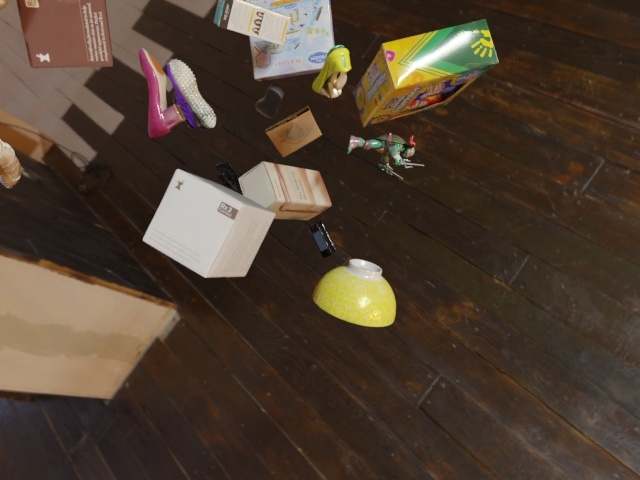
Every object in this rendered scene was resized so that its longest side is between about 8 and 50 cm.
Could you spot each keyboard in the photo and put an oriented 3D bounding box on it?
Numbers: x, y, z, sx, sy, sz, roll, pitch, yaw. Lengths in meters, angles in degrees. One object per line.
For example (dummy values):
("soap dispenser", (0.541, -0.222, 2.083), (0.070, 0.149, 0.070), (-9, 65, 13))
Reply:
("keyboard", (-0.341, -0.220, 1.949), (0.100, 0.192, 0.038), (-15, 37, 30))

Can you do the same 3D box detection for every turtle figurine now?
("turtle figurine", (0.200, -0.272, 1.534), (0.234, 0.175, 0.118), (13, 84, 1))

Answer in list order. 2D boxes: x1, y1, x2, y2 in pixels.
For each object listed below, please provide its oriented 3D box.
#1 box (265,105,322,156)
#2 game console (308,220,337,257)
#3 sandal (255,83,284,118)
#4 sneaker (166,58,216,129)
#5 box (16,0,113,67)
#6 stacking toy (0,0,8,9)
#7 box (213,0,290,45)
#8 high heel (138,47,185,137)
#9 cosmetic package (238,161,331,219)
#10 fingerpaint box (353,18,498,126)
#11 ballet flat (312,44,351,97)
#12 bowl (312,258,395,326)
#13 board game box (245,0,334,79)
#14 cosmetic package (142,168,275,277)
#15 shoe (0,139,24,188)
("box", (-0.088, -0.370, 1.714), (0.164, 0.201, 0.021), (-28, 73, 4))
("game console", (0.000, 0.000, 1.714), (0.107, 0.071, 0.122), (-28, 87, 44))
("sandal", (-0.200, -0.579, 2.075), (0.054, 0.097, 0.254), (-59, 16, -19))
("sneaker", (-0.545, -0.558, 1.961), (0.146, 0.293, 0.102), (-5, 40, 28))
("box", (-0.569, -0.495, 1.109), (0.167, 0.168, 0.203), (-10, 37, -24))
("stacking toy", (-0.528, -0.554, 0.813), (0.330, 0.141, 0.141), (-45, 55, 23))
("box", (-0.230, -0.748, 1.694), (0.060, 0.244, 0.100), (48, 125, 47))
("high heel", (-0.485, -0.417, 1.415), (0.117, 0.082, 0.244), (-27, 95, 10))
("cosmetic package", (-0.113, -0.162, 1.695), (0.129, 0.296, 0.153), (-29, 75, 34))
("fingerpaint box", (0.354, -0.582, 1.803), (0.371, 0.445, 0.163), (-16, 89, -10))
("ballet flat", (0.031, -0.418, 1.302), (0.077, 0.231, 0.077), (-22, 86, -14))
("bowl", (0.132, 0.155, 1.677), (0.289, 0.289, 0.156), (25, 107, 33))
("board game box", (-0.111, -0.789, 1.883), (0.319, 0.066, 0.318), (-4, 97, 11))
("cosmetic package", (-0.208, -0.027, 0.968), (0.151, 0.184, 0.151), (28, 94, 15))
("shoe", (-0.693, -0.188, 1.071), (0.076, 0.219, 0.058), (44, 64, 3))
